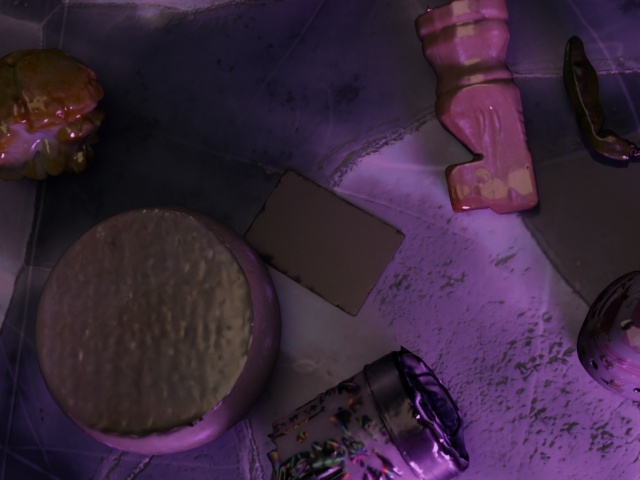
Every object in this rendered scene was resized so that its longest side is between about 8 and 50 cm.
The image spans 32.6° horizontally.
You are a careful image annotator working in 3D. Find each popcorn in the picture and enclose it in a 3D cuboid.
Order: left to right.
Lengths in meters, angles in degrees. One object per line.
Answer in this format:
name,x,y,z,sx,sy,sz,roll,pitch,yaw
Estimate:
popcorn,-0.435,-0.194,1.653,0.221,0.183,0.204,-14,44,14

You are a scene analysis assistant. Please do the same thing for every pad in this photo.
pad,0.000,0.000,1.588,0.211,0.003,0.143,32,86,18

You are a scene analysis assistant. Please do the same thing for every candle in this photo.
candle,0.023,0.286,1.424,0.330,0.187,0.187,-31,72,7

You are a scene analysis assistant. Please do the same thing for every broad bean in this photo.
broad bean,0.374,-0.188,1.514,0.061,0.046,0.195,-25,77,-5

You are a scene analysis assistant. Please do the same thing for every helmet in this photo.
helmet,0.415,0.115,1.404,0.153,0.107,0.177,29,86,21

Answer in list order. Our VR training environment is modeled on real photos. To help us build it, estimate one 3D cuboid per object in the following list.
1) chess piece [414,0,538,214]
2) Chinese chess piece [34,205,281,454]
chess piece,0.224,-0.182,1.525,0.137,0.137,0.300,-13,86,11
Chinese chess piece,-0.226,0.125,1.543,0.349,0.146,0.349,-3,76,14
